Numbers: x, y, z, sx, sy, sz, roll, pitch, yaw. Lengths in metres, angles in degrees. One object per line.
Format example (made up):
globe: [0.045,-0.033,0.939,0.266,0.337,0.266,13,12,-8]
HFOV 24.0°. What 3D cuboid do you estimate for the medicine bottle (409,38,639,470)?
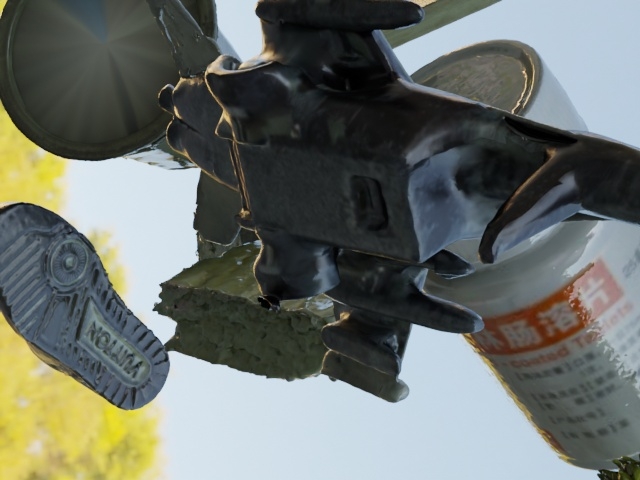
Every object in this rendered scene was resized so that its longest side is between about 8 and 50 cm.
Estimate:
medicine bottle: [0.200,0.019,1.336,0.371,0.211,0.211,50,-9,-30]

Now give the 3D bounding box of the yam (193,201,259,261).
yam: [0.000,0.000,1.521,0.154,0.254,0.154,175,-90,-86]

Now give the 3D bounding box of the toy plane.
toy plane: [0.028,-0.021,0.457,0.262,0.088,0.192,22,-49,53]

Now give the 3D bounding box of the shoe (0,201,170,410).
shoe: [-0.272,0.055,1.479,0.149,0.109,0.293,22,-24,42]

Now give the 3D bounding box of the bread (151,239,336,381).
bread: [-0.035,0.049,1.091,0.232,0.172,0.064,-116,-161,-74]

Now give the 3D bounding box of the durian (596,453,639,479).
durian: [0.298,0.299,1.233,0.169,0.158,0.352,-1,-42,46]

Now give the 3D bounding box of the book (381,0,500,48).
book: [0.090,-0.200,1.073,0.025,0.282,0.215,58,19,-25]

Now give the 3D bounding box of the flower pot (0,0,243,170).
flower pot: [-0.162,-0.148,1.382,0.202,0.212,0.212,42,26,-68]
